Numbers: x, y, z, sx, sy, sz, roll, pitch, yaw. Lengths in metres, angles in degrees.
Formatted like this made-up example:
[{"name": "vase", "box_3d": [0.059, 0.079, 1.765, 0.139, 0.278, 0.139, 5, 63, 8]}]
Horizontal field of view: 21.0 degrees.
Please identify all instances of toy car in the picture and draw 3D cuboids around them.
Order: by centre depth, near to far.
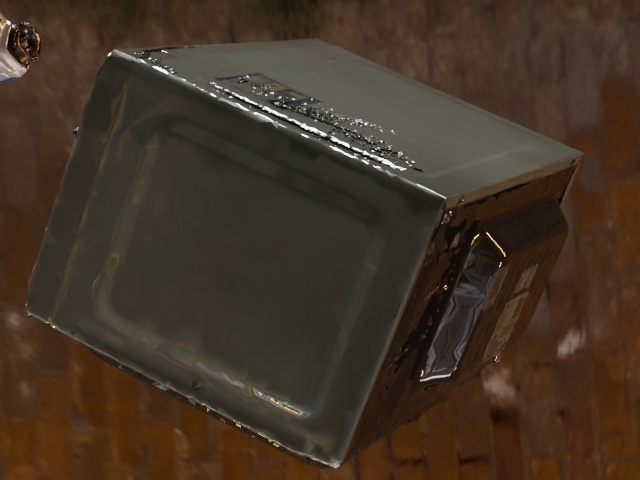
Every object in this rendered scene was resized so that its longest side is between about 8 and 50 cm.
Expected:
[{"name": "toy car", "box_3d": [-0.331, -0.201, 1.541, 0.080, 0.171, 0.070, -5, -130, 37]}]

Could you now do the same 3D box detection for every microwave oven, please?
[{"name": "microwave oven", "box_3d": [0.000, 0.000, 1.035, 0.237, 0.295, 0.181, 26, -74, 17]}]
